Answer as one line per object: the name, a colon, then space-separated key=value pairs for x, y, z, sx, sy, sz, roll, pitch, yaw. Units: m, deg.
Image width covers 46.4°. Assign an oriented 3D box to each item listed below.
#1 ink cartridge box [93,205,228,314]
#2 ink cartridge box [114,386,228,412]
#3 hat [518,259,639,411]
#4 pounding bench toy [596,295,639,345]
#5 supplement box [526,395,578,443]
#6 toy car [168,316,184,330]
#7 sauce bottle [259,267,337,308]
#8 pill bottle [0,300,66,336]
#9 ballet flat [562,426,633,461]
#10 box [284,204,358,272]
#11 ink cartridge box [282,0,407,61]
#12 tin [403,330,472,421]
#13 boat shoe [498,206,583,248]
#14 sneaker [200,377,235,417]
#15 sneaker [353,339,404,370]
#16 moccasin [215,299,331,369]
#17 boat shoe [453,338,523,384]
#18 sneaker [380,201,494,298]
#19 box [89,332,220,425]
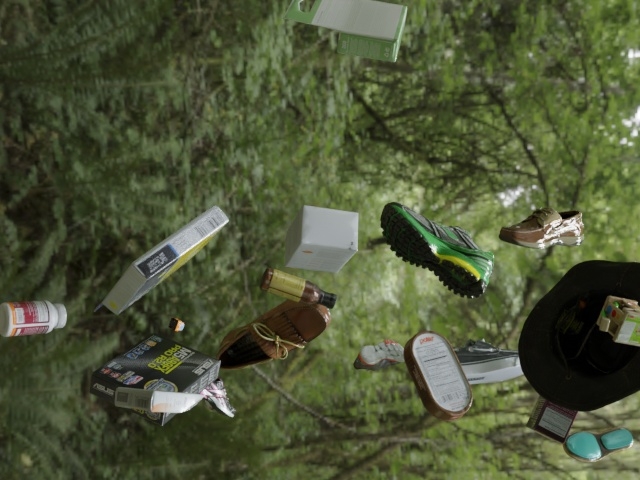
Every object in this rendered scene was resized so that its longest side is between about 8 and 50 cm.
ink cartridge box: x=-0.413 y=0.066 z=1.929 sx=0.303 sy=0.072 sz=0.307 roll=-43 pitch=180 yaw=-42
ink cartridge box: x=-0.299 y=0.324 z=1.497 sx=0.179 sy=0.145 sz=0.045 roll=19 pitch=72 yaw=-40
hat: x=0.534 y=0.193 z=1.376 sx=0.134 sy=0.331 sz=0.331 roll=35 pitch=30 yaw=-25
pounding bench toy: x=0.454 y=0.119 z=1.147 sx=0.065 sy=0.083 sz=0.052 roll=-114 pitch=-143 yaw=-66
supplement box: x=0.584 y=0.391 z=1.821 sx=0.188 sy=0.081 sz=0.104 roll=-63 pitch=171 yaw=-7
toy car: x=-0.442 y=0.294 z=2.269 sx=0.060 sy=0.040 sz=0.122 roll=-15 pitch=-119 yaw=51
sauce bottle: x=-0.036 y=0.083 z=1.240 sx=0.042 sy=0.128 sz=0.042 roll=-159 pitch=-90 yaw=-76
pill bottle: x=-0.728 y=0.195 z=1.885 sx=0.152 sy=0.086 sz=0.086 roll=1 pitch=89 yaw=-43
ballet flat: x=0.698 y=0.529 z=1.909 sx=0.073 sy=0.232 sz=0.080 roll=126 pitch=-41 yaw=-50
box: x=0.000 y=0.000 z=1.669 sx=0.170 sy=0.130 sz=0.091 roll=128 pitch=-32 yaw=-65
ink cartridge box: x=0.053 y=-0.449 z=1.538 sx=0.171 sy=0.235 sz=0.056 roll=-73 pitch=172 yaw=-48
tin: x=0.240 y=0.271 z=1.514 sx=0.040 sy=0.106 sz=0.189 roll=-55 pitch=-130 yaw=49
boat shoe: x=0.678 y=-0.045 z=2.281 sx=0.122 sy=0.324 sz=0.120 roll=21 pitch=-70 yaw=54
sneaker: x=-0.288 y=0.424 z=2.076 sx=0.178 sy=0.072 sz=0.077 roll=53 pitch=57 yaw=-36
sneaker: x=0.138 y=0.278 z=1.770 sx=0.065 sy=0.158 sz=0.061 roll=-52 pitch=-131 yaw=34
moccasin: x=-0.134 y=0.255 z=1.990 sx=0.139 sy=0.380 sz=0.147 roll=61 pitch=31 yaw=-16
boat shoe: x=0.373 y=0.279 z=1.760 sx=0.108 sy=0.301 sz=0.102 roll=104 pitch=-23 yaw=-59
sneaker: x=0.310 y=0.008 z=2.006 sx=0.146 sy=0.343 sz=0.134 roll=-52 pitch=178 yaw=-37
box: x=-0.414 y=0.344 z=1.898 sx=0.270 sy=0.216 sz=0.060 roll=-35 pitch=141 yaw=-62
